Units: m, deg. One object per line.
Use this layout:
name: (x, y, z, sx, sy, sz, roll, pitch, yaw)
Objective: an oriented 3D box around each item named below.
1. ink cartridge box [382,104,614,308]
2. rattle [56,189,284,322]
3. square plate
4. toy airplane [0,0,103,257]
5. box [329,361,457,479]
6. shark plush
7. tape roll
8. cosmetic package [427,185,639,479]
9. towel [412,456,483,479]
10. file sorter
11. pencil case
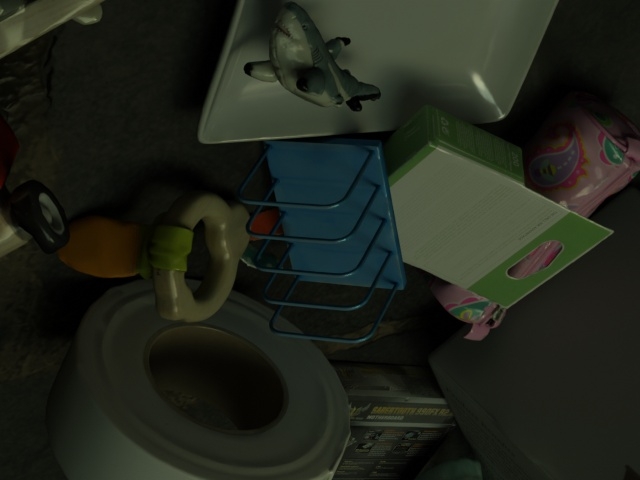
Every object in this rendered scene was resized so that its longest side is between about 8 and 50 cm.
ink cartridge box: (0.148, -0.028, 1.515, 0.235, 0.056, 0.171, 22, 138, -28)
rattle: (-0.135, 0.005, 1.478, 0.142, 0.130, 0.199, -12, -165, 30)
square plate: (0.074, -0.240, 1.346, 0.344, 0.049, 0.347, -7, 136, -29)
toy airplane: (-0.344, -0.087, 1.059, 0.386, 0.272, 0.384, -22, 175, -33)
box: (0.049, 0.231, 1.837, 0.231, 0.056, 0.183, 6, 128, -39)
shark plush: (0.011, -0.150, 1.323, 0.161, 0.073, 0.067, 21, 89, -41)
tape roll: (-0.116, 0.165, 1.473, 0.286, 0.286, 0.100, 2, 130, -35)
cosmetic package: (0.384, 0.227, 1.794, 0.327, 0.329, 0.394, -39, 143, -9)
towel: (0.133, 0.486, 1.905, 0.090, 0.320, 0.374, 1, 149, -24)
file sorter: (0.000, 0.000, 1.443, 0.118, 0.104, 0.170, 4, 128, 22)
pencil case: (0.226, -0.026, 1.624, 0.124, 0.124, 0.284, 17, 121, -44)
